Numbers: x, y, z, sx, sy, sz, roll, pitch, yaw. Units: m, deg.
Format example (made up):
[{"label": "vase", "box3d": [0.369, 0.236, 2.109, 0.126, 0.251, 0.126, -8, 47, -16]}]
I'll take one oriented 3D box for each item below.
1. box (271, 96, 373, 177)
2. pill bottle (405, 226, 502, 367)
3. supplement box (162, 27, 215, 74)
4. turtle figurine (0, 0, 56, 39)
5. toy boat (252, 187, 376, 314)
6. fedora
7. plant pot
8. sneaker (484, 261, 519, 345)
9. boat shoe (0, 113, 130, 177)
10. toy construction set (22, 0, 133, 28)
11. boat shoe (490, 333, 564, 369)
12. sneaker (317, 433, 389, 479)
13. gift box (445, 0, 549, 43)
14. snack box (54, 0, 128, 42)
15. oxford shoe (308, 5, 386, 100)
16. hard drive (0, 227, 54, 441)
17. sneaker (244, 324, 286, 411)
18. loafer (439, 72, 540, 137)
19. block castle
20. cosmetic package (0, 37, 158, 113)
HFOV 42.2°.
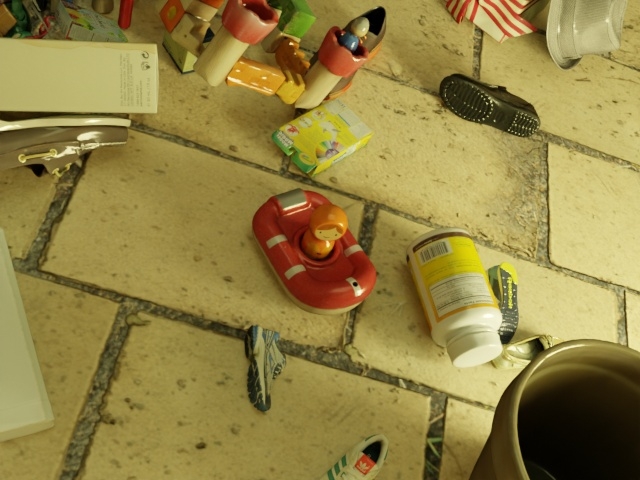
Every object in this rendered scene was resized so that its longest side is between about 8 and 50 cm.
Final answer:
[{"label": "box", "box3d": [0.000, -0.185, 1.509, 0.179, 0.043, 0.105, -33, 73, -37]}, {"label": "pill bottle", "box3d": [0.222, 0.093, 1.352, 0.117, 0.117, 0.215, -2, 59, -22]}, {"label": "supplement box", "box3d": [-0.241, -0.365, 1.517, 0.056, 0.083, 0.083, -21, 66, -31]}, {"label": "turtle figurine", "box3d": [-0.556, -0.387, 1.404, 0.175, 0.118, 0.234, -43, 86, 5]}, {"label": "toy boat", "box3d": [0.000, 0.000, 1.313, 0.151, 0.151, 0.231, -20, 66, -30]}, {"label": "fedora", "box3d": [0.593, -0.486, 1.794, 0.124, 0.243, 0.275, 13, 4, 29]}, {"label": "plant pot", "box3d": [0.342, 0.337, 1.126, 0.323, 0.280, 0.323, 9, 54, -13]}, {"label": "sneaker", "box3d": [0.301, 0.111, 1.415, 0.053, 0.059, 0.144, 21, 67, -37]}, {"label": "boat shoe", "box3d": [-0.445, -0.144, 1.283, 0.324, 0.117, 0.096, -11, 102, -40]}, {"label": "toy construction set", "box3d": [-0.450, -0.547, 1.469, 0.309, 0.237, 0.257, 30, 52, 1]}, {"label": "boat shoe", "box3d": [0.353, 0.183, 1.373, 0.153, 0.048, 0.056, 0, 70, -25]}, {"label": "sneaker", "box3d": [0.040, 0.327, 1.151, 0.057, 0.075, 0.161, 42, 53, 11]}, {"label": "gift box", "box3d": [0.424, -0.609, 1.823, 0.276, 0.255, 0.258, 39, 51, 16]}, {"label": "snack box", "box3d": [-0.399, -0.368, 1.438, 0.100, 0.037, 0.141, 16, 22, -33]}, {"label": "oxford shoe", "box3d": [0.046, -0.373, 1.618, 0.097, 0.098, 0.271, 33, 52, 3]}, {"label": "hard drive", "box3d": [-0.498, 0.133, 1.111, 0.203, 0.040, 0.307, -12, 62, -26]}, {"label": "sneaker", "box3d": [-0.075, 0.187, 1.222, 0.058, 0.052, 0.135, 7, 55, -20]}, {"label": "loafer", "box3d": [0.342, -0.280, 1.686, 0.220, 0.080, 0.078, 25, 42, -9]}, {"label": "block castle", "box3d": [-0.123, -0.469, 1.476, 0.303, 0.213, 0.453, 9, 46, -44]}, {"label": "cosmetic package", "box3d": [-0.419, -0.257, 1.303, 0.310, 0.160, 0.113, -1, 99, -18]}]
